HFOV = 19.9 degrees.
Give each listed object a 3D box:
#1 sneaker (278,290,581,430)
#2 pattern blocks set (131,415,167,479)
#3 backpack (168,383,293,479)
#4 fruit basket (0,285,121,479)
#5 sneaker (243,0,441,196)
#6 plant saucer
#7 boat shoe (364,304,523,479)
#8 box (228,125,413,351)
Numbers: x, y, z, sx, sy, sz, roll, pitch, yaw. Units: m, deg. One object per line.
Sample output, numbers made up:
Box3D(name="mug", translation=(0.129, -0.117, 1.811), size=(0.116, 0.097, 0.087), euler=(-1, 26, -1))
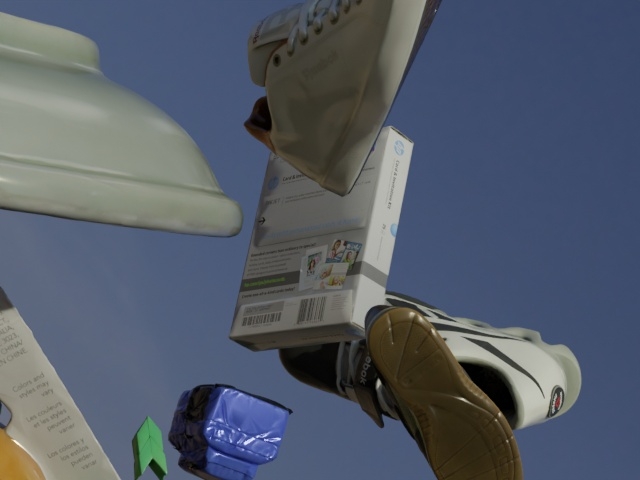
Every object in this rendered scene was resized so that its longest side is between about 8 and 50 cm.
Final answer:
Box3D(name="sneaker", translation=(0.088, 0.130, 1.876), size=(0.331, 0.146, 0.122), euler=(6, -76, 26))
Box3D(name="pattern blocks set", translation=(-0.273, 0.214, 1.537), size=(0.285, 0.325, 0.026), euler=(67, -33, 31))
Box3D(name="backpack", translation=(-0.107, 0.200, 1.896), size=(0.098, 0.101, 0.120), euler=(29, -16, -23))
Box3D(name="fruit basket", translation=(-0.290, 0.148, 1.092), size=(0.353, 0.327, 0.165), euler=(60, 12, -7))
Box3D(name="sneaker", translation=(0.010, -0.145, 1.324), size=(0.123, 0.106, 0.290), euler=(27, -40, 1))
Box3D(name="plant saucer", translation=(-0.234, -0.079, 1.006), size=(0.401, 0.100, 0.400), euler=(10, 1, 0))
Box3D(name="boat shoe", translation=(0.075, 0.099, 1.110), size=(0.152, 0.056, 0.049), euler=(61, -1, -17))
Box3D(name="box", translation=(0.000, 0.000, 1.591), size=(0.145, 0.186, 0.038), euler=(-10, -30, 40))
